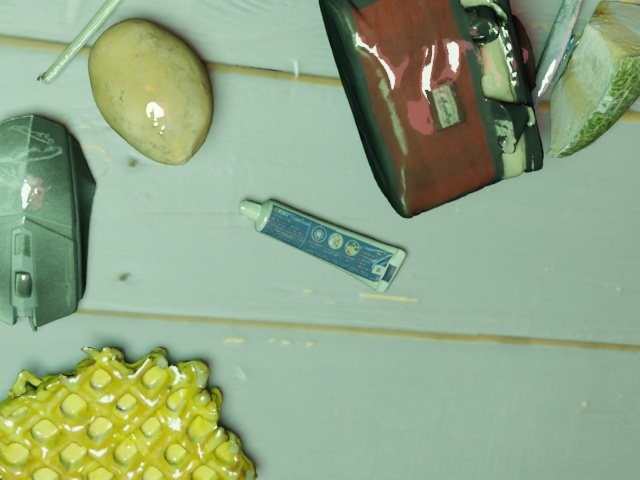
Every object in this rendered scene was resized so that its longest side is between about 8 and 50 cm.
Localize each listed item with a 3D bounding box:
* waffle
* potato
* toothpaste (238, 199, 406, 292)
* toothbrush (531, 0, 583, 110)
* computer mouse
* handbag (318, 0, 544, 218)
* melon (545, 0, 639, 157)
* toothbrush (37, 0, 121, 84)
[{"bbox_3d":[-0.240,0.251,1.050,0.329,0.062,0.329,-3,108,-9],"label":"waffle"},{"bbox_3d":[-0.161,-0.146,0.930,0.112,0.112,0.147,-33,102,0],"label":"potato"},{"bbox_3d":[0.000,0.000,1.037,0.197,0.035,0.057,23,106,-19],"label":"toothpaste"},{"bbox_3d":[0.291,-0.317,1.000,0.042,0.035,0.414,20,102,6],"label":"toothbrush"},{"bbox_3d":[-0.295,-0.011,0.959,0.126,0.071,0.231,6,106,-12],"label":"computer mouse"},{"bbox_3d":[0.118,-0.161,0.938,0.181,0.181,0.255,-21,111,-2],"label":"handbag"},{"bbox_3d":[0.300,-0.176,1.004,0.093,0.139,0.203,35,98,3],"label":"melon"},{"bbox_3d":[-0.176,-0.261,0.932,0.294,0.026,0.028,-43,124,3],"label":"toothbrush"}]
